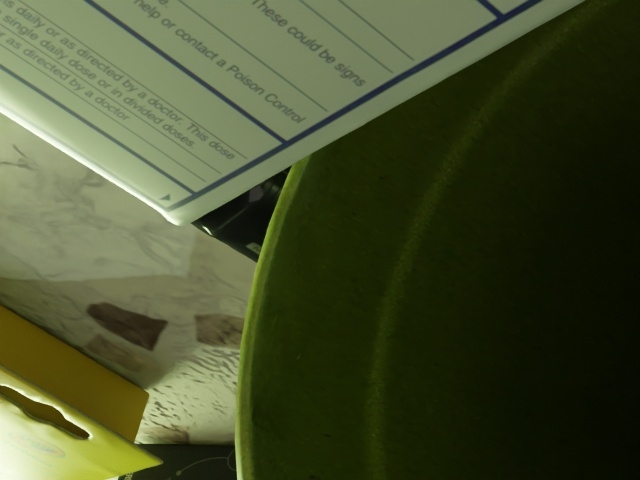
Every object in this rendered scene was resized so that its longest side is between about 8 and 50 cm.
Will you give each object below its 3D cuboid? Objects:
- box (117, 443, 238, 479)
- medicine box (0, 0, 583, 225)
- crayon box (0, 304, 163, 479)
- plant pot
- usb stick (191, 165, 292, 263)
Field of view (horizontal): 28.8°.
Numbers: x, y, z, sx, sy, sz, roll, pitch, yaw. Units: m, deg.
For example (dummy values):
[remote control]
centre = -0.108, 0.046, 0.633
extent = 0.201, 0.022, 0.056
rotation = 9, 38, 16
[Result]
[box]
centre = -0.042, 0.276, 1.055
extent = 0.270, 0.165, 0.143
rotation = -4, 143, 24
[medicine box]
centre = -0.053, -0.169, 0.424
extent = 0.263, 0.149, 0.289
rotation = 34, 141, -27
[crayon box]
centre = -0.286, 0.133, 1.013
extent = 0.318, 0.081, 0.202
rotation = -20, 134, 41
[plant pot]
centre = 0.215, 0.066, 0.530
extent = 0.353, 0.366, 0.366
rotation = 25, 147, -36
[usb stick]
centre = 0.000, 0.000, 0.746
extent = 0.278, 0.045, 0.077
rotation = 32, 135, -25
